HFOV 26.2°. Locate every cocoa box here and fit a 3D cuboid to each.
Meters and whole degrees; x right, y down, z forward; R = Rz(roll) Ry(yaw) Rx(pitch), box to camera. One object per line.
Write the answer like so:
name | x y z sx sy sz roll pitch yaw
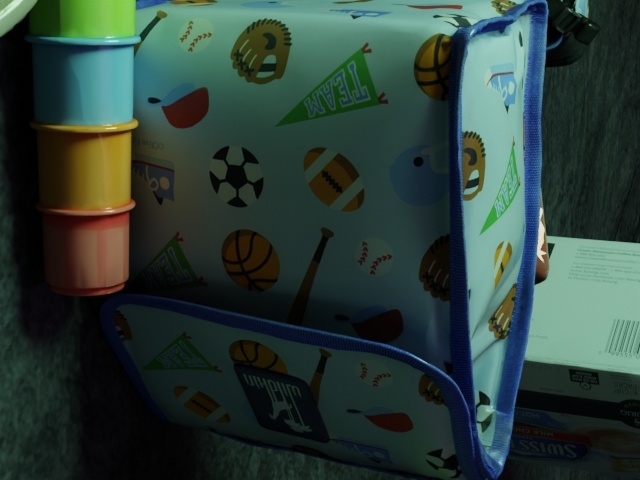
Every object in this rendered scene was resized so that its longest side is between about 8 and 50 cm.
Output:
cocoa box | 0.337 0.151 1.831 0.228 0.347 0.231 72 33 -40

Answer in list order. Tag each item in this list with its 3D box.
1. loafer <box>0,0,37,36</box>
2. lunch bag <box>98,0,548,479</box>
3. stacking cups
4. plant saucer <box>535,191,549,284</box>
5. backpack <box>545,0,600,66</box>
loafer | -0.248 -0.149 0.817 0.092 0.102 0.268 76 31 -46
lunch bag | 0.000 0.000 1.108 0.239 0.327 0.386 -31 125 -59
stacking cups | -0.179 -0.120 1.008 0.096 0.096 0.316 -25 122 -62
plant saucer | 0.130 -0.049 1.472 0.047 0.258 0.259 9 68 -32
backpack | 0.182 -0.321 1.542 0.213 0.276 0.263 -7 94 -69
